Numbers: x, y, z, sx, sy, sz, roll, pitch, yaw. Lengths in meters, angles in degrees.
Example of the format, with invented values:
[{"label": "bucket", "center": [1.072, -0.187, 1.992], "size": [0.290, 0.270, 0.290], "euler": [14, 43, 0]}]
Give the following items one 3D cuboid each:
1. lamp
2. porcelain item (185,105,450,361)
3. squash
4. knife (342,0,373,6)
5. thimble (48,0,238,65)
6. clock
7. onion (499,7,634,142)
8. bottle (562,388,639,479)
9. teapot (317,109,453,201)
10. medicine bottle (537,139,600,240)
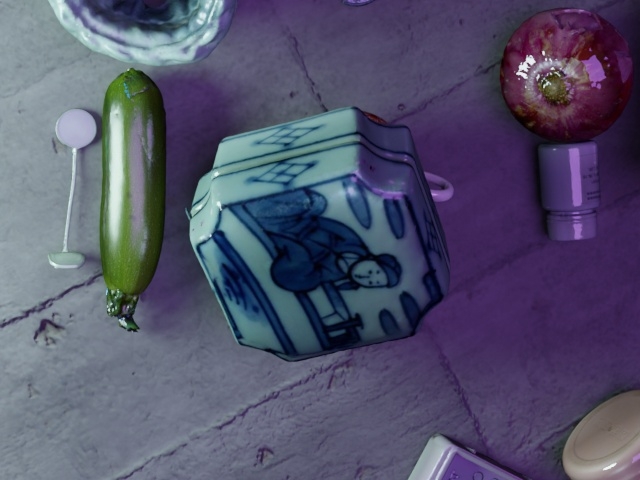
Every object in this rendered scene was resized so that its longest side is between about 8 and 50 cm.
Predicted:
[{"label": "lamp", "center": [-0.306, -0.064, 1.766], "size": [0.050, 0.056, 0.198], "euler": [4, 92, -12]}, {"label": "porcelain item", "center": [0.000, 0.000, 1.728], "size": [0.286, 0.157, 0.281], "euler": [-12, 129, 11]}, {"label": "squash", "center": [-0.233, -0.046, 1.769], "size": [0.087, 0.087, 0.331], "euler": [2, 97, -15]}, {"label": "knife", "center": [0.116, -0.363, 1.863], "size": [0.210, 0.015, 0.028], "euler": [-39, 111, -7]}, {"label": "thimble", "center": [-0.213, -0.316, 1.674], "size": [0.250, 0.172, 0.205], "euler": [35, 110, -16]}, {"label": "clock", "center": [0.211, 0.368, 1.943], "size": [0.197, 0.063, 0.150], "euler": [29, 89, -16]}, {"label": "onion", "center": [0.319, -0.214, 1.859], "size": [0.153, 0.177, 0.177], "euler": [6, 96, -57]}, {"label": "bottle", "center": [0.489, 0.350, 1.967], "size": [0.297, 0.173, 0.206], "euler": [50, 49, -14]}, {"label": "teapot", "center": [0.047, -0.088, 1.812], "size": [0.246, 0.116, 0.159], "euler": [5, 104, 3]}, {"label": "medicine bottle", "center": [0.334, -0.068, 1.919], "size": [0.080, 0.080, 0.130], "euler": [-6, 99, -14]}]
